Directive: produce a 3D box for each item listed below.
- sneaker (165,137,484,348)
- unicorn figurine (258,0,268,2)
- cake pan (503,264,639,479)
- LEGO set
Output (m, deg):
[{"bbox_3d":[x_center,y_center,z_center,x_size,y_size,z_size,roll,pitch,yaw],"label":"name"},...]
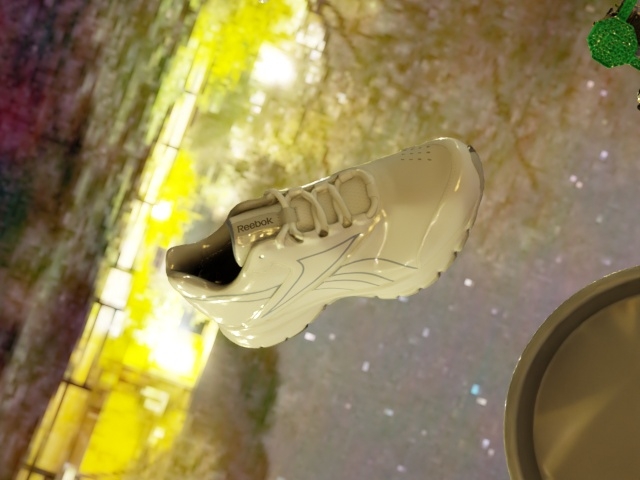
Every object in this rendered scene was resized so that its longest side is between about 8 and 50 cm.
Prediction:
[{"bbox_3d":[0.000,0.000,1.018,0.297,0.129,0.111,-30,-125,24],"label":"sneaker"},{"bbox_3d":[-0.045,-0.184,0.634,0.060,0.111,0.162,-43,-142,-11],"label":"unicorn figurine"},{"bbox_3d":[0.305,0.165,1.047,0.054,0.293,0.293,24,85,-76],"label":"cake pan"},{"bbox_3d":[0.488,-0.307,1.462,0.192,0.255,0.331,-34,147,-55],"label":"LEGO set"}]
